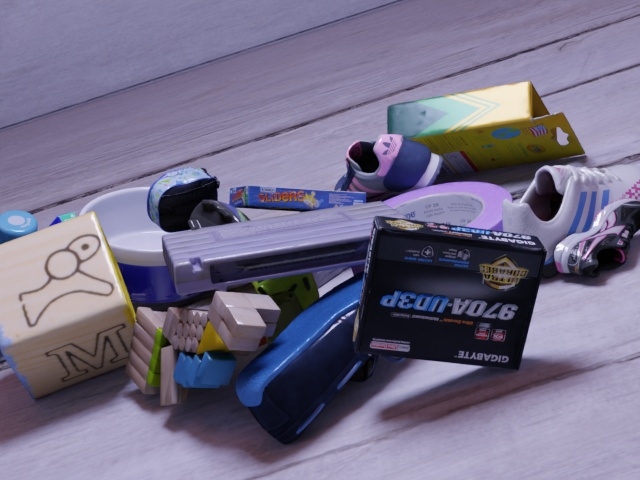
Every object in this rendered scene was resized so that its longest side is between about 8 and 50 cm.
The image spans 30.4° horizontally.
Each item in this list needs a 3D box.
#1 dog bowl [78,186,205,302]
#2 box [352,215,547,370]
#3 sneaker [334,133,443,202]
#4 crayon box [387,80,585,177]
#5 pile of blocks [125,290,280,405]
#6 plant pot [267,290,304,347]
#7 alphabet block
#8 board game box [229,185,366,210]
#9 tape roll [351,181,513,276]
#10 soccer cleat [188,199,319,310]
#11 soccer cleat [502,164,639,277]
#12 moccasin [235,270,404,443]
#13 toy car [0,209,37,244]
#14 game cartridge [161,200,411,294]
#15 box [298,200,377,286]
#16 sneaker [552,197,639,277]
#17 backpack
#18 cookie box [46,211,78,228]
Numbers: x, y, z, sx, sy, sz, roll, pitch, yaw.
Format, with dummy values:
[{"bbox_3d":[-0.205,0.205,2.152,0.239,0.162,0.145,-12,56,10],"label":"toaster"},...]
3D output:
[{"bbox_3d":[-0.296,0.004,2.094,0.265,0.104,0.265,3,26,-2],"label":"dog bowl"},{"bbox_3d":[0.162,0.068,1.507,0.220,0.175,0.051,8,20,-7],"label":"box"},{"bbox_3d":[0.086,-0.132,2.108,0.319,0.131,0.112,-18,46,61],"label":"sneaker"},{"bbox_3d":[0.303,-0.199,2.141,0.319,0.081,0.202,-7,-20,22],"label":"crayon box"},{"bbox_3d":[-0.153,0.158,1.656,0.113,0.148,0.362,6,-11,-31],"label":"pile of blocks"},{"bbox_3d":[-0.051,0.121,1.768,0.083,0.079,0.083,-14,22,6],"label":"plant pot"},{"bbox_3d":[-0.399,0.102,1.832,0.197,0.193,0.192,-20,62,-8],"label":"alphabet block"},{"bbox_3d":[-0.040,-0.067,1.973,0.201,0.035,0.136,3,-1,-18],"label":"board game box"},{"bbox_3d":[0.179,0.002,1.875,0.275,0.090,0.275,-14,22,6],"label":"tape roll"},{"bbox_3d":[-0.095,0.028,1.926,0.289,0.121,0.093,38,92,28],"label":"soccer cleat"},{"bbox_3d":[0.400,-0.069,1.807,0.331,0.143,0.116,-32,26,-35],"label":"soccer cleat"},{"bbox_3d":[0.022,0.148,1.612,0.342,0.116,0.138,-37,16,-31],"label":"moccasin"},{"bbox_3d":[-0.492,0.106,2.046,0.238,0.219,0.210,21,34,13],"label":"toy car"},{"bbox_3d":[-0.048,0.009,1.733,0.355,0.068,0.230,-9,9,-10],"label":"game cartridge"},{"bbox_3d":[0.000,0.000,2.056,0.231,0.056,0.183,-33,26,-35],"label":"box"},{"bbox_3d":[0.428,0.007,1.730,0.178,0.072,0.077,-36,39,-23],"label":"sneaker"},{"bbox_3d":[-0.240,-0.068,2.011,0.114,0.105,0.084,-15,33,-31],"label":"backpack"},{"bbox_3d":[-0.425,0.021,1.994,0.092,0.107,0.040,-41,-11,34],"label":"cookie box"}]
